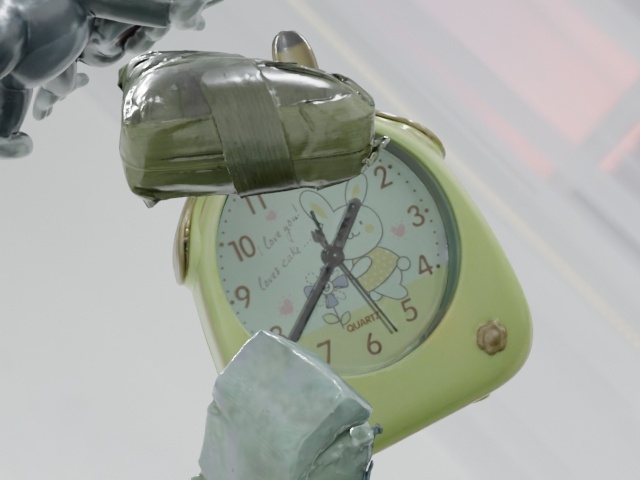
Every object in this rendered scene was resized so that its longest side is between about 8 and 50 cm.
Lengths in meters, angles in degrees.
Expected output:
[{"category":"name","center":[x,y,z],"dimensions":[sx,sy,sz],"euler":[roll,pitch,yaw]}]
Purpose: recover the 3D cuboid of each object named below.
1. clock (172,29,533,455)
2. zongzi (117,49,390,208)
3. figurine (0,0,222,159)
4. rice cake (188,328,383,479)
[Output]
[{"category":"clock","center":[0.000,0.000,0.958],"dimensions":[0.170,0.232,0.069],"euler":[-25,-1,-14]},{"category":"zongzi","center":[-0.031,-0.058,0.747],"dimensions":[0.119,0.109,0.055],"euler":[-105,14,-66]},{"category":"figurine","center":[-0.166,-0.144,1.087],"dimensions":[0.265,0.140,0.193],"euler":[-31,-8,-40]},{"category":"rice cake","center":[-0.041,0.196,0.776],"dimensions":[0.063,0.066,0.336],"euler":[-9,-59,-45]}]
